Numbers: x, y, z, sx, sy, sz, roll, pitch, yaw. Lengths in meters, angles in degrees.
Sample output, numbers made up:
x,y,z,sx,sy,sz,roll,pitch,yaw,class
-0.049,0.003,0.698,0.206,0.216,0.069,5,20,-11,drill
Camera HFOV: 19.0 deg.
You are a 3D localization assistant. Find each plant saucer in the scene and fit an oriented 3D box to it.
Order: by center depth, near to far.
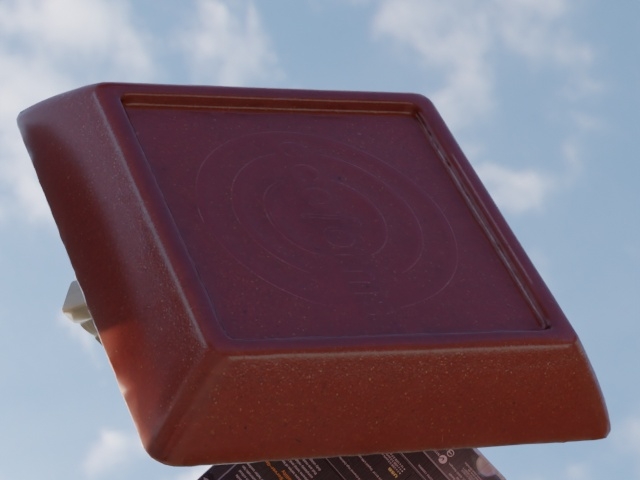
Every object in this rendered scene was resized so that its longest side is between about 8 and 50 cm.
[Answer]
x,y,z,sx,sy,sz,roll,pitch,yaw,class
0.000,0.000,0.988,0.259,0.258,0.047,0,-48,-28,plant saucer

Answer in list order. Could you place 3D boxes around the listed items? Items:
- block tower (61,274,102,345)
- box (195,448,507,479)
x,y,z,sx,sy,sz,roll,pitch,yaw,class
-0.039,0.105,1.433,0.097,0.091,0.335,-16,-46,34,block tower
0.039,0.197,1.155,0.183,0.231,0.056,-43,-16,-1,box
